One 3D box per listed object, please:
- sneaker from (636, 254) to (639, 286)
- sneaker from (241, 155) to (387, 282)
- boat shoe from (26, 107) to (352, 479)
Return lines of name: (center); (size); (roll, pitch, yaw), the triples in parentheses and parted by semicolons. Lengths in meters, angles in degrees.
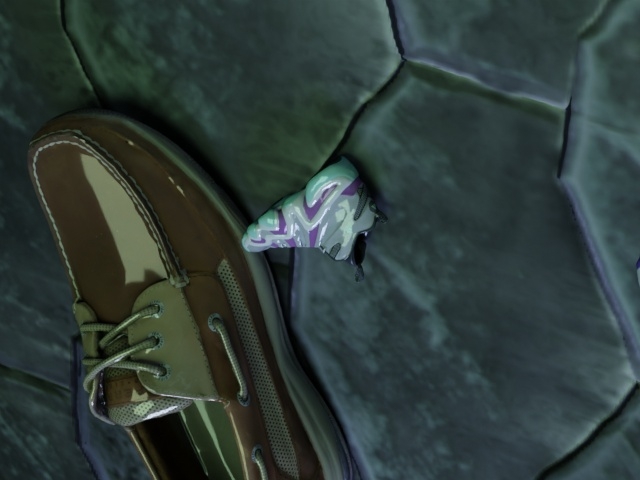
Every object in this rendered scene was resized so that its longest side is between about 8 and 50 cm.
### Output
sneaker: (0.206, -0.123, 0.804); (0.236, 0.130, 0.323); (69, 153, 17)
sneaker: (0.000, 0.000, 1.120); (0.069, 0.038, 0.098); (52, 132, -4)
boat shoe: (-0.091, 0.068, 1.167); (0.123, 0.116, 0.324); (-22, 104, 39)
